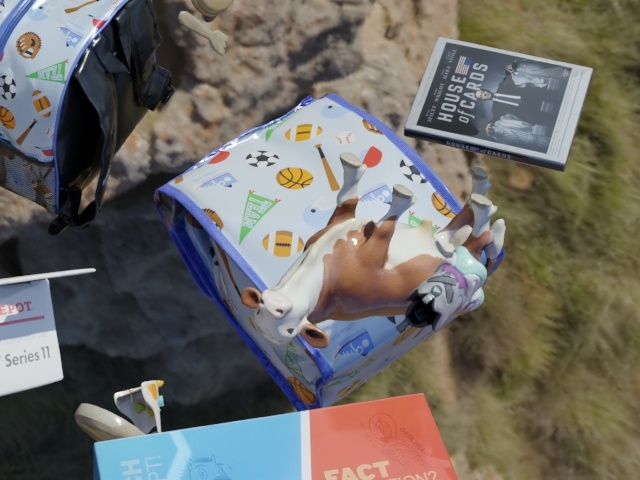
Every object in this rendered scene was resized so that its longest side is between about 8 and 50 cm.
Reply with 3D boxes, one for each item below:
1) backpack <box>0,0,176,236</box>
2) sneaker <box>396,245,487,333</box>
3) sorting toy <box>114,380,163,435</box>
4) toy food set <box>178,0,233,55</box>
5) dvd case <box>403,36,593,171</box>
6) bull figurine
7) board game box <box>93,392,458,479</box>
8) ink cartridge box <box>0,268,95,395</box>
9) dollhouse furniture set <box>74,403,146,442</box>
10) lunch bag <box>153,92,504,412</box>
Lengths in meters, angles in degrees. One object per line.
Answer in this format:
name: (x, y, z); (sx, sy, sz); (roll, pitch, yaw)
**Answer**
backpack: (-0.298, -0.195, 1.387); (0.213, 0.263, 0.276); (26, 57, -1)
sneaker: (0.081, 0.044, 0.839); (0.069, 0.038, 0.098); (-41, 160, -9)
sorting toy: (-0.233, 0.231, 1.584); (0.045, 0.083, 0.075); (-7, 79, -38)
toy food set: (-0.144, -0.354, 1.547); (0.132, 0.039, 0.192); (27, 76, -61)
dvd case: (0.261, -0.202, 1.733); (0.029, 0.239, 0.179); (80, 28, -60)
bull figurine: (0.063, 0.016, 1.206); (0.310, 0.101, 0.188); (-1, 125, -41)
board game box: (-0.001, 0.254, 0.738); (0.242, 0.316, 0.064); (-7, 138, -17)
ink cartridge box: (-0.415, 0.112, 1.214); (0.207, 0.354, 0.119); (-7, 88, -61)
dollhouse furniture set: (-0.280, 0.294, 0.968); (0.256, 0.394, 0.362); (51, 59, -45)
lunch bag: (0.000, 0.000, 1.663); (0.328, 0.385, 0.239); (-33, 163, -24)
